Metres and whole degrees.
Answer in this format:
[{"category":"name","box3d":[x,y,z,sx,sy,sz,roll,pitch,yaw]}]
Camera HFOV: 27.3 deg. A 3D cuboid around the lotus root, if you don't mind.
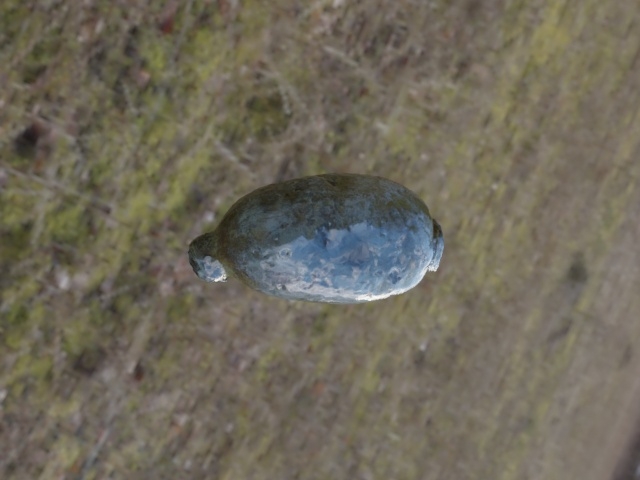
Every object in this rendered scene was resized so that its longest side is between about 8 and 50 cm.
[{"category":"lotus root","box3d":[0.001,-0.001,1.725,0.175,0.349,0.175,176,-90,-74]}]
